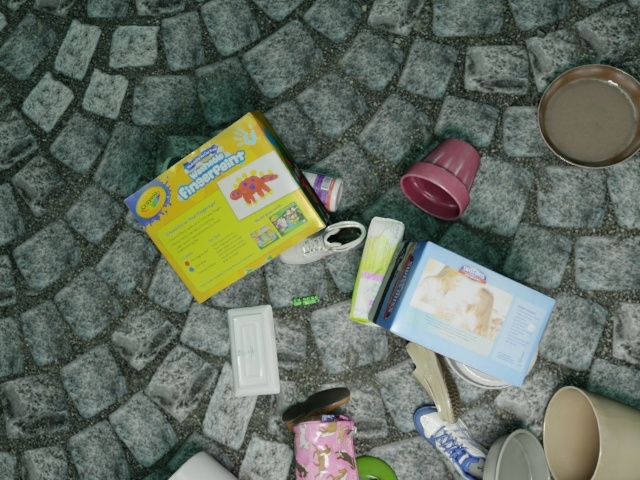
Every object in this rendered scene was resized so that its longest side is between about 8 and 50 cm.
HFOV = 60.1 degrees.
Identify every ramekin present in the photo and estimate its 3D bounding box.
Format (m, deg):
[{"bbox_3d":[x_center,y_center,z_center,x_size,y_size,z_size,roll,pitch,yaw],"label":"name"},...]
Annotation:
[{"bbox_3d":[0.475,0.280,1.538,0.273,0.127,0.272,-1,82,9],"label":"ramekin"}]

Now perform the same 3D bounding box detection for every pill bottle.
[{"bbox_3d":[-0.035,-0.157,1.683,0.194,0.108,0.108,14,85,11],"label":"pill bottle"}]

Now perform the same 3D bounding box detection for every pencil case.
[{"bbox_3d":[0.030,0.662,1.468,0.167,0.160,0.385,-28,62,45],"label":"pencil case"}]

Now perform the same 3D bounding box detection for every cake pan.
[{"bbox_3d":[0.509,0.641,1.434,0.054,0.293,0.292,-14,79,44],"label":"cake pan"}]

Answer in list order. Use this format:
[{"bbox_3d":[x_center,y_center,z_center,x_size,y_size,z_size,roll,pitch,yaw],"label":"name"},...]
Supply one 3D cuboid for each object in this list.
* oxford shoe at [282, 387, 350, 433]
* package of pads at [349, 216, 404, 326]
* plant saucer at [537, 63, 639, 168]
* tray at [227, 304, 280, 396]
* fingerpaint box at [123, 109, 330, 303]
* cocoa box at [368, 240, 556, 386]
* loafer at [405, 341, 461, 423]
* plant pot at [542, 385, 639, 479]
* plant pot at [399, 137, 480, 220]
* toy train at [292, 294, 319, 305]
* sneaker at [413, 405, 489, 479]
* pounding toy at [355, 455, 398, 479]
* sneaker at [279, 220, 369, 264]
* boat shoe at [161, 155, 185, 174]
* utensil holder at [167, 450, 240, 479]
[{"bbox_3d":[-0.002,0.501,1.627,0.212,0.076,0.076,-26,110,3],"label":"oxford shoe"},{"bbox_3d":[0.163,0.093,1.559,0.101,0.229,0.296,12,85,10],"label":"package of pads"},{"bbox_3d":[0.790,-0.355,1.607,0.311,0.050,0.310,-1,82,9],"label":"plant saucer"},{"bbox_3d":[-0.209,0.337,1.689,0.145,0.030,0.270,-8,82,9],"label":"tray"},{"bbox_3d":[-0.260,-0.096,1.588,0.445,0.163,0.371,-32,100,14],"label":"fingerpaint box"},{"bbox_3d":[0.333,0.168,1.348,0.347,0.228,0.231,24,87,-7],"label":"cocoa box"},{"bbox_3d":[0.317,0.389,1.567,0.092,0.102,0.268,-27,64,25],"label":"loafer"},{"bbox_3d":[0.766,0.524,1.423,0.274,0.256,0.256,10,84,-7],"label":"plant pot"},{"bbox_3d":[0.360,-0.187,1.591,0.201,0.201,0.180,33,74,11],"label":"plant pot"},{"bbox_3d":[-0.043,0.185,1.689,0.084,0.017,0.023,-10,91,8],"label":"toy train"},{"bbox_3d":[0.385,0.568,1.517,0.297,0.131,0.111,37,92,13],"label":"sneaker"},{"bbox_3d":[0.104,0.704,1.554,0.237,0.110,0.182,16,86,10],"label":"pounding toy"},{"bbox_3d":[0.000,0.000,1.628,0.293,0.169,0.108,-15,83,8],"label":"sneaker"},{"bbox_3d":[-0.466,-0.144,1.760,0.079,0.095,0.254,5,75,21],"label":"boat shoe"},{"bbox_3d":[-0.277,0.817,1.497,0.386,0.327,0.327,37,90,14],"label":"utensil holder"}]
